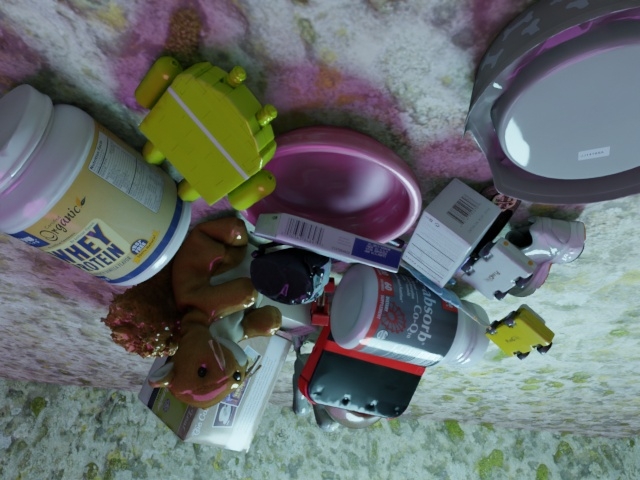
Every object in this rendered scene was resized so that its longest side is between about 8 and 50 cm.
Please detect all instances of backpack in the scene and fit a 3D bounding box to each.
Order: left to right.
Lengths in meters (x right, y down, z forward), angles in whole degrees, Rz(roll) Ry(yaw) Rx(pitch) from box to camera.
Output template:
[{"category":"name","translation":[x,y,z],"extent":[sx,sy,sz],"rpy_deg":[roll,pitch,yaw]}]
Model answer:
[{"category":"backpack","translation":[-0.052,0.067,1.025],"extent":[0.151,0.115,0.182],"rpy_deg":[21,-164,16]}]

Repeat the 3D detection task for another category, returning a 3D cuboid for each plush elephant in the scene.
[{"category":"plush elephant","translation":[0.044,0.442,1.681],"extent":[0.255,0.330,0.271],"rpy_deg":[-6,171,-26]}]

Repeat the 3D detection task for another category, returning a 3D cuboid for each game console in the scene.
[{"category":"game console","translation":[0.152,0.344,1.444],"extent":[0.386,0.342,0.060],"rpy_deg":[21,-176,-27]}]

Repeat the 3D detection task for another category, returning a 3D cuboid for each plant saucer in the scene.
[{"category":"plant saucer","translation":[0.013,-0.092,0.885],"extent":[0.331,0.084,0.332],"rpy_deg":[5,151,2]},{"category":"plant saucer","translation":[0.133,0.433,1.559],"extent":[0.310,0.311,0.050],"rpy_deg":[22,157,-27]}]

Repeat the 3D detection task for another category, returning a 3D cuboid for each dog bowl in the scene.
[{"category":"dog bowl","translation":[0.362,-0.183,0.646],"extent":[0.348,0.102,0.349],"rpy_deg":[5,151,3]}]

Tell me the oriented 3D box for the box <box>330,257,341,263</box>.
[{"category":"box","translation":[0.009,0.030,1.167],"extent":[0.067,0.018,0.083],"rpy_deg":[-16,144,34]}]

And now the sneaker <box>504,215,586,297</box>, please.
[{"category":"sneaker","translation":[0.427,0.027,1.034],"extent":[0.120,0.099,0.262],"rpy_deg":[18,145,0]}]

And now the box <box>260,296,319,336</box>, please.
[{"category":"box","translation":[-0.135,0.181,1.383],"extent":[0.275,0.094,0.113],"rpy_deg":[26,145,-31]}]

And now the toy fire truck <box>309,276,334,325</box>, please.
[{"category":"toy fire truck","translation":[0.002,0.152,1.301],"extent":[0.047,0.136,0.192],"rpy_deg":[7,-176,-2]}]

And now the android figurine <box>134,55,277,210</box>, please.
[{"category":"android figurine","translation":[-0.169,-0.155,0.739],"extent":[0.248,0.056,0.272],"rpy_deg":[48,138,-13]}]

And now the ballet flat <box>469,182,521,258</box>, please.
[{"category":"ballet flat","translation":[0.328,-0.032,0.963],"extent":[0.084,0.058,0.250],"rpy_deg":[5,151,-1]}]

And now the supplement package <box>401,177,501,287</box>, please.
[{"category":"supplement package","translation":[0.241,-0.009,0.933],"extent":[0.105,0.105,0.179],"rpy_deg":[38,155,16]}]

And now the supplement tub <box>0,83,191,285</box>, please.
[{"category":"supplement tub","translation":[-0.403,-0.080,0.830],"extent":[0.228,0.229,0.316],"rpy_deg":[-13,146,29]}]

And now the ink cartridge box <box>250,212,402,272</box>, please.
[{"category":"ink cartridge box","translation":[0.000,0.000,0.884],"extent":[0.223,0.045,0.224],"rpy_deg":[16,177,-19]}]

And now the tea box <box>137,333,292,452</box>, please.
[{"category":"tea box","translation":[-0.306,0.372,1.418],"extent":[0.220,0.329,0.323],"rpy_deg":[31,167,-38]}]

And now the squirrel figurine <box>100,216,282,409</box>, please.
[{"category":"squirrel figurine","translation":[-0.277,0.182,1.113],"extent":[0.396,0.371,0.281],"rpy_deg":[-4,150,24]}]

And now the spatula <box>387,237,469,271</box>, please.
[{"category":"spatula","translation":[0.199,0.009,1.086],"extent":[0.296,0.030,0.084],"rpy_deg":[18,147,-21]}]

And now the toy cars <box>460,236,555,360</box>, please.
[{"category":"toy cars","translation":[0.400,0.116,1.021],"extent":[0.176,0.087,0.394],"rpy_deg":[22,151,49]}]

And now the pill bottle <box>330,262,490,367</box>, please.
[{"category":"pill bottle","translation":[0.225,0.198,1.235],"extent":[0.362,0.210,0.210],"rpy_deg":[16,149,-20]}]

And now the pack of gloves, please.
[{"category":"pack of gloves","translation":[0.263,0.088,1.095],"extent":[0.195,0.232,0.046],"rpy_deg":[29,99,-39]}]
